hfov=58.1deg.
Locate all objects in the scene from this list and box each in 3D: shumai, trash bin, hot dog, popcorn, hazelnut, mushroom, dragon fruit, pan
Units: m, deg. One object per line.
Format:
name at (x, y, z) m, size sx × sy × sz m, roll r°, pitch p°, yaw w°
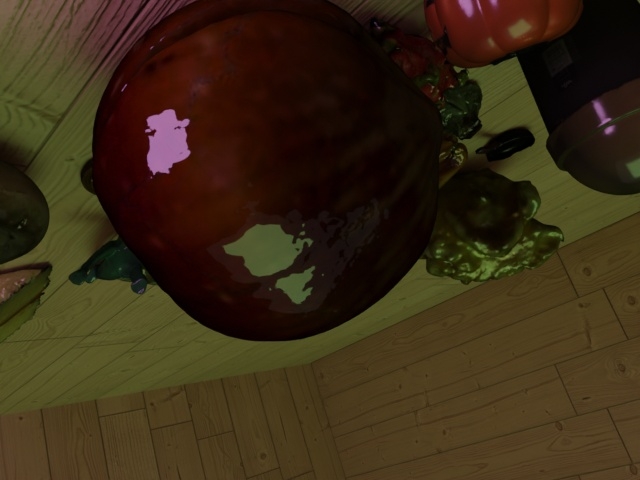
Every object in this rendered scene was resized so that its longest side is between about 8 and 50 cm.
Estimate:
shumai at (0.249, -0.227, 1.066) m, size 0.124 × 0.087 × 0.099 m, roll -21°, pitch 163°, yaw 13°
trash bin at (0.420, -0.224, 0.853) m, size 0.214 × 0.333 × 0.214 m, roll -16°, pitch 160°, yaw -6°
hot dog at (0.236, -0.151, 1.298) m, size 0.100 × 0.067 × 0.249 m, roll 5°, pitch 151°, yaw -23°
popcorn at (0.395, -0.036, 1.445) m, size 0.336 × 0.279 × 0.274 m, roll -15°, pitch 121°, yaw -5°
hazelnut at (-0.066, -0.086, 0.726) m, size 0.403 × 0.402 × 0.429 m, roll -23°, pitch 123°, yaw 15°
mushroom at (-0.501, -0.023, 0.807) m, size 0.227 × 0.178 × 0.226 m, roll -22°, pitch 156°, yaw -11°
dragon fruit at (0.118, -0.241, 0.840) m, size 0.172 × 0.160 × 0.166 m, roll -24°, pitch 130°, yaw -32°
pan at (0.405, -0.216, 1.310) m, size 0.212 × 0.040 × 0.115 m, roll -10°, pitch 161°, yaw -44°

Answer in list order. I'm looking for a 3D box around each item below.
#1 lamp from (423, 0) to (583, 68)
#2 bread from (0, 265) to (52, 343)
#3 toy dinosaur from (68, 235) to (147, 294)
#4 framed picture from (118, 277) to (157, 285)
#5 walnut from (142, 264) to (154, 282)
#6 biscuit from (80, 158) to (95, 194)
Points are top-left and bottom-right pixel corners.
lamp at (0.221, -0.306, 0.711) m, size 0.188 × 0.163 × 0.187 m, roll -17°, pitch -175°, yaw 2°
bread at (-0.769, 0.240, 1.250) m, size 0.405 × 0.241 × 0.345 m, roll -8°, pitch 162°, yaw -19°
toy dinosaur at (-0.348, -0.011, 1.168) m, size 0.384 × 0.129 × 0.331 m, roll -39°, pitch -165°, yaw -5°
framed picture at (-0.396, 0.083, 1.457) m, size 0.142 × 0.011 × 0.183 m, roll -26°, pitch 160°, yaw 21°
walnut at (-0.385, 0.055, 1.281) m, size 0.092 × 0.092 × 0.092 m, roll -16°, pitch 161°, yaw -6°
biscuit at (-0.327, -0.100, 0.984) m, size 0.124 × 0.026 × 0.175 m, roll -20°, pitch 161°, yaw 7°
